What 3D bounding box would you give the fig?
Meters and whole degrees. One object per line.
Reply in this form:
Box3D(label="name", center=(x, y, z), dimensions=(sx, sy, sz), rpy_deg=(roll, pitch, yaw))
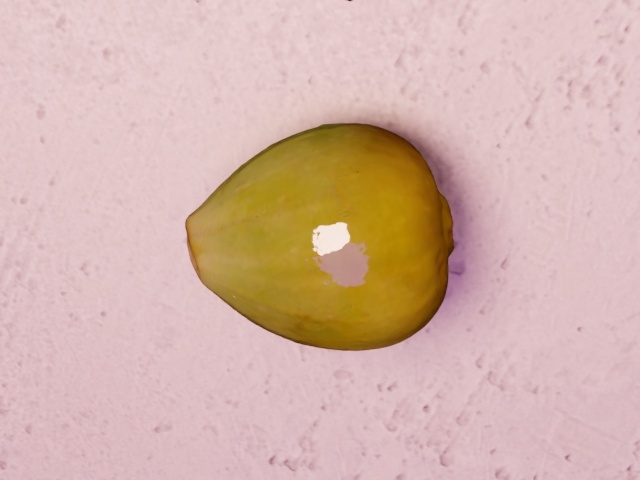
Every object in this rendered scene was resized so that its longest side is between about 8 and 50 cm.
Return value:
Box3D(label="fig", center=(0.005, -0.002, 1.569), dimensions=(0.230, 0.207, 0.207), rpy_deg=(-5, 120, 23))
